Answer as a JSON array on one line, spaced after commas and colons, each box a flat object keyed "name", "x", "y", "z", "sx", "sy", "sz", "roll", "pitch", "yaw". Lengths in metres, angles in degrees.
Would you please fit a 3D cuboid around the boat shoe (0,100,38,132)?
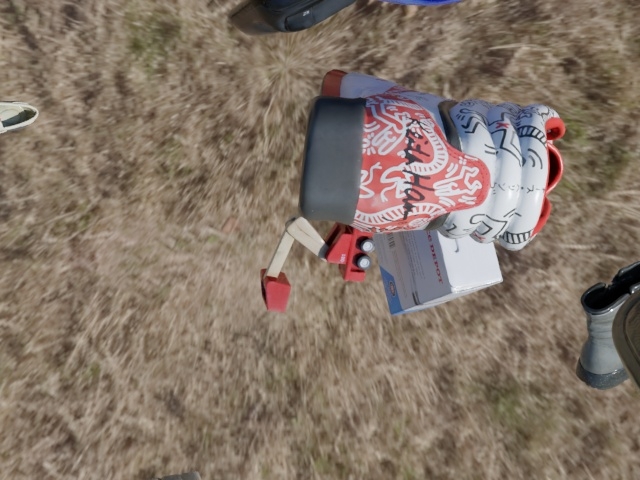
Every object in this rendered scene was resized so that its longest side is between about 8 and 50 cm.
[{"name": "boat shoe", "x": -0.430, "y": -0.160, "z": 1.499, "sx": 0.043, "sy": 0.137, "sz": 0.049, "roll": -7, "pitch": 95, "yaw": 31}]

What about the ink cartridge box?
[{"name": "ink cartridge box", "x": 0.147, "y": 0.012, "z": 1.512, "sx": 0.082, "sy": 0.190, "sz": 0.140, "roll": -9, "pitch": 82, "yaw": -24}]

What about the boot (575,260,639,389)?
[{"name": "boot", "x": 0.448, "y": 0.092, "z": 1.551, "sx": 0.246, "sy": 0.083, "sz": 0.161, "roll": -25, "pitch": 134, "yaw": -26}]

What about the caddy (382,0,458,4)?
[{"name": "caddy", "x": 0.020, "y": -0.271, "z": 0.616, "sx": 0.241, "sy": 0.341, "sz": 0.179, "roll": 23, "pitch": 67, "yaw": 16}]

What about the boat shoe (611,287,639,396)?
[{"name": "boat shoe", "x": 0.240, "y": 0.137, "z": 0.604, "sx": 0.113, "sy": 0.302, "sz": 0.103, "roll": -28, "pitch": 119, "yaw": 21}]

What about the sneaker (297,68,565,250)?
[{"name": "sneaker", "x": 0.066, "y": -0.050, "z": 0.704, "sx": 0.145, "sy": 0.270, "sz": 0.090, "roll": 8, "pitch": 100, "yaw": 1}]

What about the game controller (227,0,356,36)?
[{"name": "game controller", "x": 0.061, "y": -0.278, "z": 1.036, "sx": 0.319, "sy": 0.166, "sz": 0.067, "roll": -33, "pitch": 109, "yaw": -15}]

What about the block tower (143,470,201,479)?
[{"name": "block tower", "x": -0.251, "y": 0.266, "z": 0.903, "sx": 0.335, "sy": 0.091, "sz": 0.097, "roll": -4, "pitch": 133, "yaw": -23}]

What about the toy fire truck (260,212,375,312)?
[{"name": "toy fire truck", "x": 0.000, "y": 0.000, "z": 1.476, "sx": 0.135, "sy": 0.047, "sz": 0.192, "roll": 5, "pitch": 110, "yaw": -14}]
